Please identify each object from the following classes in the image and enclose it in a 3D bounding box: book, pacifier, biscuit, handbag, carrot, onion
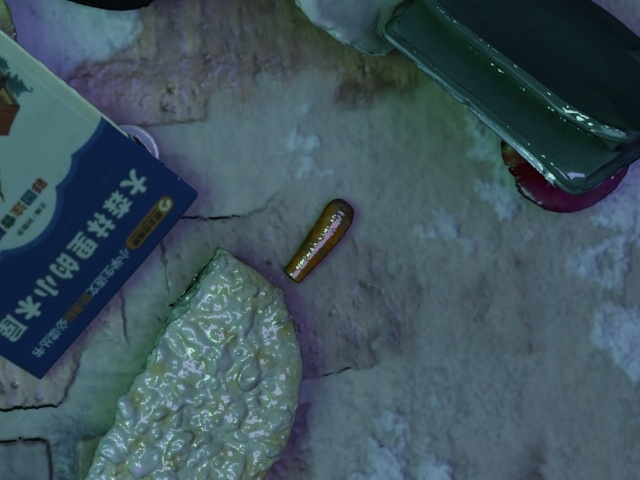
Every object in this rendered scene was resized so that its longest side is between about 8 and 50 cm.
[{"bbox_3d":[-0.278,-0.041,1.156,0.228,0.018,0.322,-49,128,1],"label":"book"},{"bbox_3d":[-0.184,-0.071,1.250,0.083,0.064,0.068,-43,112,-13],"label":"pacifier"},{"bbox_3d":[-0.110,0.163,1.284,0.179,0.084,0.281,36,84,-22],"label":"biscuit"},{"bbox_3d":[0.216,-0.167,1.258,0.247,0.079,0.260,42,37,16],"label":"handbag"},{"bbox_3d":[0.000,0.000,1.339,0.032,0.032,0.093,39,83,-17],"label":"carrot"},{"bbox_3d":[0.260,-0.104,1.364,0.150,0.140,0.150,0,90,-21],"label":"onion"}]

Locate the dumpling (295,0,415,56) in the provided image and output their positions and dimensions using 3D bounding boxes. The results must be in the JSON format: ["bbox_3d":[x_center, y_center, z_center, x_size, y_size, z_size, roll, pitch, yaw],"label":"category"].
[{"bbox_3d":[0.094,-0.346,1.290,0.260,0.181,0.341,38,48,-53],"label":"dumpling"}]

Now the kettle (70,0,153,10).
[{"bbox_3d":[-0.148,-0.371,1.155,0.321,0.228,0.324,22,81,-5],"label":"kettle"}]

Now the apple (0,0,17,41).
[{"bbox_3d":[-0.358,-0.124,1.158,0.193,0.120,0.265,3,110,-31],"label":"apple"}]
